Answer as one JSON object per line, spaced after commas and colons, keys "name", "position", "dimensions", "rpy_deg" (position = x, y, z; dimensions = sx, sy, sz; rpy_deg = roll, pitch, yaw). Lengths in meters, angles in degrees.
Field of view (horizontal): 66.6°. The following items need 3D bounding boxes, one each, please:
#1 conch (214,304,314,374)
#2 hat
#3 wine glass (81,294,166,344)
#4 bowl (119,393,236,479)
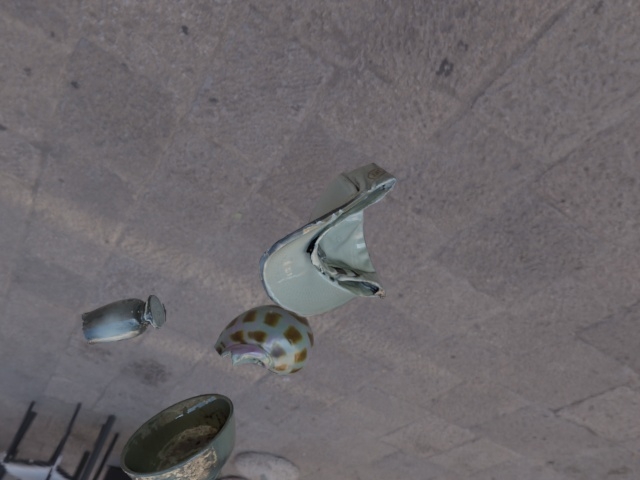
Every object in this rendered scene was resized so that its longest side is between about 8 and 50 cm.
{"name": "conch", "position": [-0.140, 0.289, 1.446], "dimensions": [0.249, 0.197, 0.368], "rpy_deg": [11, 167, 20]}
{"name": "hat", "position": [0.007, 0.001, 0.899], "dimensions": [0.168, 0.301, 0.258], "rpy_deg": [32, 133, 42]}
{"name": "wine glass", "position": [-0.541, 0.218, 1.341], "dimensions": [0.204, 0.111, 0.111], "rpy_deg": [-13, 134, 1]}
{"name": "bowl", "position": [-0.327, 0.525, 1.204], "dimensions": [0.289, 0.289, 0.146], "rpy_deg": [-12, 105, 22]}
